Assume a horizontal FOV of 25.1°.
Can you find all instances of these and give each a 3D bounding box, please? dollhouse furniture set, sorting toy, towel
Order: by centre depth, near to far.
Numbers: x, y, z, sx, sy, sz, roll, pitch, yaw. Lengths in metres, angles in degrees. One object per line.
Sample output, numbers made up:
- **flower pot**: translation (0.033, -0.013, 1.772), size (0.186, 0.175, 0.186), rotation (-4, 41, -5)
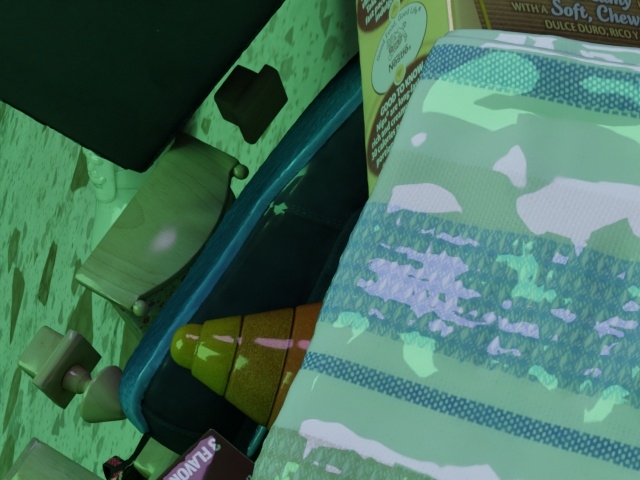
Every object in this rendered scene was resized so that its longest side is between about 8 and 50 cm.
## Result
- **towel**: translation (0.079, 0.056, 0.483), size (0.209, 0.034, 0.285), rotation (13, 70, 33)
- **sorting toy**: translation (-0.060, 0.186, 0.896), size (0.127, 0.126, 0.365), rotation (-88, 14, -70)
- **dollhouse furniture set**: translation (-0.056, 0.103, 1.113), size (0.355, 0.174, 0.303), rotation (-56, -25, -17)

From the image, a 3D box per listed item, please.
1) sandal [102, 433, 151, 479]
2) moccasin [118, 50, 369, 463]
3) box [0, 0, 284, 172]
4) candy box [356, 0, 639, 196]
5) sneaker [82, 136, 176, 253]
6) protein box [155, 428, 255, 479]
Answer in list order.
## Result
- **sandal**: translation (-0.202, 0.247, 1.431), size (0.179, 0.040, 0.067), rotation (129, 145, -47)
- **moccasin**: translation (0.000, 0.000, 0.972), size (0.342, 0.117, 0.138), rotation (-53, 12, -2)
- **box**: translation (-0.080, -0.382, 0.976), size (0.480, 0.297, 0.471), rotation (-41, 25, 54)
- **candy box**: translation (0.119, 0.001, 0.631), size (0.087, 0.183, 0.316), rotation (-45, 40, 50)
- **sneaker**: translation (-0.219, -0.121, 1.510), size (0.114, 0.152, 0.305), rotation (21, 99, 65)
- **protein box**: translation (-0.027, 0.242, 0.716), size (0.201, 0.136, 0.200), rotation (36, 150, 21)
